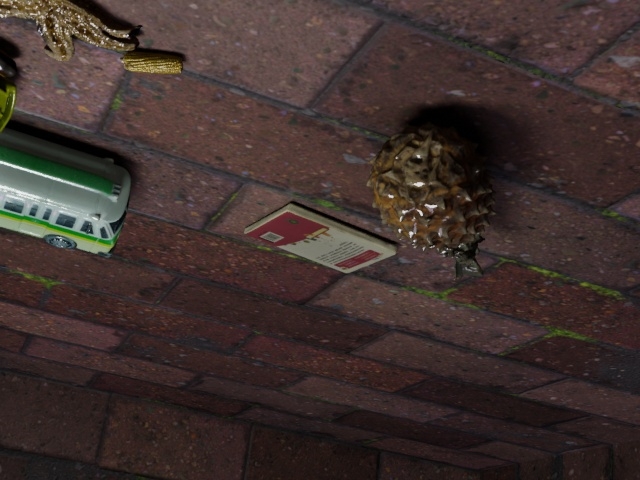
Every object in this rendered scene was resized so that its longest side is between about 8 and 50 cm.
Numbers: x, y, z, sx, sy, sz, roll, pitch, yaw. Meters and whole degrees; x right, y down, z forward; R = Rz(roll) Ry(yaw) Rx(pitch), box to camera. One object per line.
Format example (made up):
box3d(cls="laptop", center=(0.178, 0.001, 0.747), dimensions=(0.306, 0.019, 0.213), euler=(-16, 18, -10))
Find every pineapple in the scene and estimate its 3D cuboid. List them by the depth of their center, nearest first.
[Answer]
box3d(cls="pineapple", center=(0.184, -0.050, 1.332), dimensions=(0.175, 0.175, 0.361), euler=(-1, 168, 20))

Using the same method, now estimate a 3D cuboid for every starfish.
box3d(cls="starfish", center=(-0.320, -0.273, 1.079), dimensions=(0.238, 0.057, 0.213), euler=(12, 160, 2))

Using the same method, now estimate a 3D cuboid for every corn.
box3d(cls="corn", center=(-0.219, -0.229, 1.178), dimensions=(0.083, 0.027, 0.028), euler=(5, 173, 0))

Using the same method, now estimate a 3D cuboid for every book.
box3d(cls="book", center=(0.000, 0.000, 1.637), dimensions=(0.232, 0.022, 0.162), euler=(20, 156, -27))

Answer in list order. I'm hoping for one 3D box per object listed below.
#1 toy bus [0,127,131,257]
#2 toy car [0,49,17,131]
box3d(cls="toy bus", center=(-0.437, -0.082, 1.444), dimensions=(0.276, 0.134, 0.164), euler=(16, 155, -20))
box3d(cls="toy car", center=(-0.514, -0.197, 1.171), dimensions=(0.142, 0.200, 0.248), euler=(32, 172, 18))
